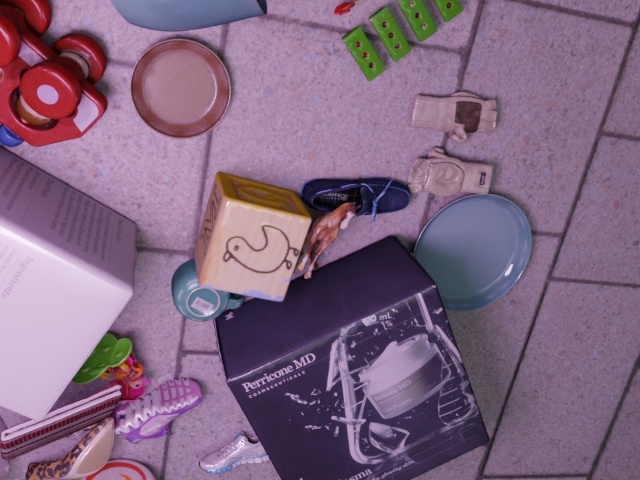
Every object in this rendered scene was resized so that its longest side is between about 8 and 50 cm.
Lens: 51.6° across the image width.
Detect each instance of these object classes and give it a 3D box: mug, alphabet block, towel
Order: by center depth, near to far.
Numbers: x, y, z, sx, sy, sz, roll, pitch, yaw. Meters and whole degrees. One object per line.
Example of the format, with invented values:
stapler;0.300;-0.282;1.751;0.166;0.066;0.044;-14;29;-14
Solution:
towel;-0.546;0.380;1.384;0.237;0.329;0.037;-20;76;-30
alphabet block;-0.150;-0.010;1.407;0.192;0.193;0.197;12;109;-21
mug;-0.253;0.113;1.484;0.158;0.097;0.129;-14;115;-8

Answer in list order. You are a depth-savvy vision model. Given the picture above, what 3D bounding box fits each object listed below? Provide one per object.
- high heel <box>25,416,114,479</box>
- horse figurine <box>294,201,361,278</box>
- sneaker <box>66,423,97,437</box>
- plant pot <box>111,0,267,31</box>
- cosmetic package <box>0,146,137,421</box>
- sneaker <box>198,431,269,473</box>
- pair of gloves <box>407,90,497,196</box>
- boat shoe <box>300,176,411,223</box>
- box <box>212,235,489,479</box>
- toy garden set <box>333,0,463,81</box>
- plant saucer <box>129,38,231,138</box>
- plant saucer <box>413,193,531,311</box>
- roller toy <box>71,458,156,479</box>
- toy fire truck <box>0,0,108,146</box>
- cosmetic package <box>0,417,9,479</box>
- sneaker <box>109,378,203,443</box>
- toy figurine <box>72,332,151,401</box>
high heel;-0.590;0.490;1.543;0.261;0.186;0.093;-59;142;-3
horse figurine;0.000;0.000;1.446;0.066;0.263;0.174;29;82;-3
sneaker;-0.573;0.450;1.585;0.083;0.032;0.037;-12;129;-5
plant pot;-0.250;-0.494;1.130;0.235;0.293;0.293;-17;117;7
cosmetic package;-0.598;0.055;1.237;0.394;0.329;0.327;33;101;-24
sneaker;-0.220;0.534;1.698;0.191;0.071;0.083;-11;109;-19
pair of gloves;0.300;-0.220;1.519;0.204;0.042;0.240;-4;109;-9
boat shoe;0.085;-0.084;1.494;0.258;0.089;0.109;-5;114;-12
box;0.073;0.322;1.548;0.480;0.297;0.471;-25;115;-3
toy garden set;0.141;-0.486;1.362;0.244;0.049;0.204;-36;119;3
plant saucer;-0.281;-0.304;1.332;0.199;0.036;0.198;-6;114;-13
plant saucer;0.371;0.029;1.646;0.318;0.043;0.317;-5;113;-13
roller toy;-0.491;0.642;1.593;0.191;0.209;0.146;-7;117;-34
toy fire truck;-0.558;-0.297;1.210;0.254;0.169;0.302;-33;119;28
cosmetic package;-0.808;0.375;1.396;0.155;0.197;0.365;-17;115;-7
sneaker;-0.384;0.417;1.589;0.236;0.095;0.104;-24;122;3
toy figurine;-0.447;0.301;1.503;0.173;0.130;0.159;-17;133;23
